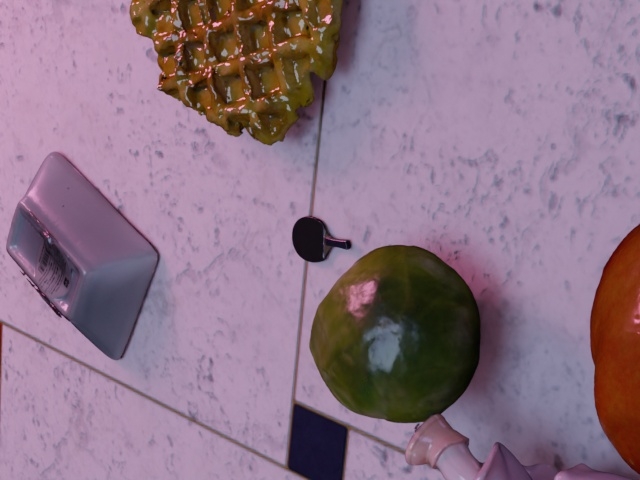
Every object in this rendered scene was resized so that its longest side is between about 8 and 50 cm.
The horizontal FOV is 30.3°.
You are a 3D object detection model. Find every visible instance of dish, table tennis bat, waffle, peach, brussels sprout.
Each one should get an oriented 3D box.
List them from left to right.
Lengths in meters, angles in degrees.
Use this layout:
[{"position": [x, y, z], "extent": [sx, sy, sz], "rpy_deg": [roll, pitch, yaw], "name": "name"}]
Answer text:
[{"position": [-0.329, 0.023, 1.523], "extent": [0.243, 0.080, 0.182], "rpy_deg": [41, 123, 29], "name": "dish"}, {"position": [-0.093, -0.268, 1.261], "extent": [0.325, 0.068, 0.302], "rpy_deg": [44, 124, 30], "name": "waffle"}, {"position": [0.000, 0.000, 1.264], "extent": [0.083, 0.007, 0.050], "rpy_deg": [8, 102, 43], "name": "table tennis bat"}, {"position": [0.072, 0.096, 1.122], "extent": [0.161, 0.144, 0.181], "rpy_deg": [38, 136, 16], "name": "brussels sprout"}, {"position": [0.312, 0.073, 0.859], "extent": [0.243, 0.199, 0.244], "rpy_deg": [-7, 80, 46], "name": "peach"}]

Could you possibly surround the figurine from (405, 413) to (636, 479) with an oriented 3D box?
[{"position": [0.197, 0.248, 1.025], "extent": [0.275, 0.200, 0.133], "rpy_deg": [20, 78, 25], "name": "figurine"}]
